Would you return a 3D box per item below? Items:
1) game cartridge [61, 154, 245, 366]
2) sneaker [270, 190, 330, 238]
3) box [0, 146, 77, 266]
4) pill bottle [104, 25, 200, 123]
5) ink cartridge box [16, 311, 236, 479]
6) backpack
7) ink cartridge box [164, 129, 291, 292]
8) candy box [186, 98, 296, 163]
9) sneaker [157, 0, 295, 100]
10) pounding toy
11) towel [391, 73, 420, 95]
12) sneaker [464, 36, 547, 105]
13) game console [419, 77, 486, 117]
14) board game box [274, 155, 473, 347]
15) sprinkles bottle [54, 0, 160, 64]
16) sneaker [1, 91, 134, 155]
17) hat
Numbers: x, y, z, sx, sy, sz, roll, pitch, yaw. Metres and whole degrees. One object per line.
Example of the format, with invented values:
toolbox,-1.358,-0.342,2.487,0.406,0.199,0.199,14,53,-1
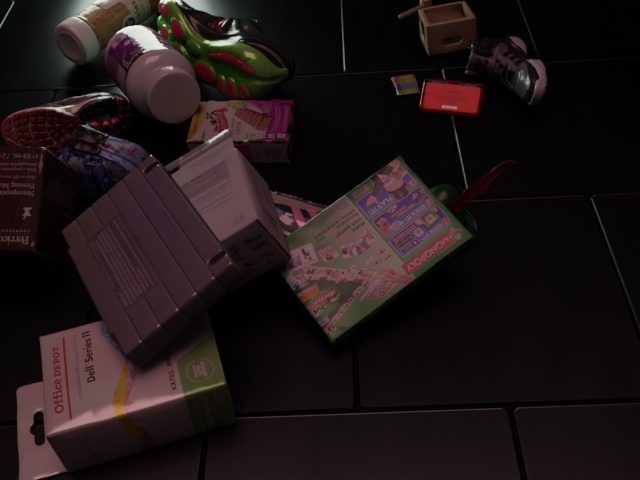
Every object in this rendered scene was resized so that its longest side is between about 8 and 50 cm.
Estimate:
game cartridge,-0.294,0.024,1.299,0.230,0.068,0.355,-43,48,2
sneaker,0.000,0.000,1.506,0.318,0.112,0.131,13,74,13
box,-0.589,-0.062,1.496,0.168,0.167,0.203,0,78,3
pill bottle,-0.396,-0.392,1.834,0.169,0.169,0.301,-24,40,-18
ink cartridge box,-0.337,0.239,1.266,0.353,0.119,0.207,-15,46,-10
backpack,-0.450,-0.153,1.648,0.173,0.158,0.117,17,57,5
ink cartridge box,-0.240,-0.020,1.431,0.309,0.130,0.272,-29,46,10
candy box,-0.178,-0.252,1.771,0.233,0.071,0.159,-1,46,5
sneaker,-0.254,-0.491,1.973,0.202,0.185,0.482,-22,48,-41
pounding toy,0.300,-0.565,2.030,0.180,0.094,0.206,-10,36,2
towel,0.212,-0.386,1.911,0.060,0.009,0.083,-8,46,-4
sneaker,0.431,-0.405,1.835,0.153,0.101,0.269,1,39,-9
game console,0.320,-0.346,1.860,0.143,0.085,0.124,8,78,14
board game box,0.086,0.016,1.404,0.317,0.046,0.214,-36,69,-7
sprinkles bottle,-0.572,-0.625,2.139,0.121,0.121,0.355,21,51,24
sneaker,-0.594,-0.276,1.813,0.299,0.121,0.112,-14,30,-18
hat,0.230,-0.089,1.493,0.208,0.184,0.173,-24,48,-18
